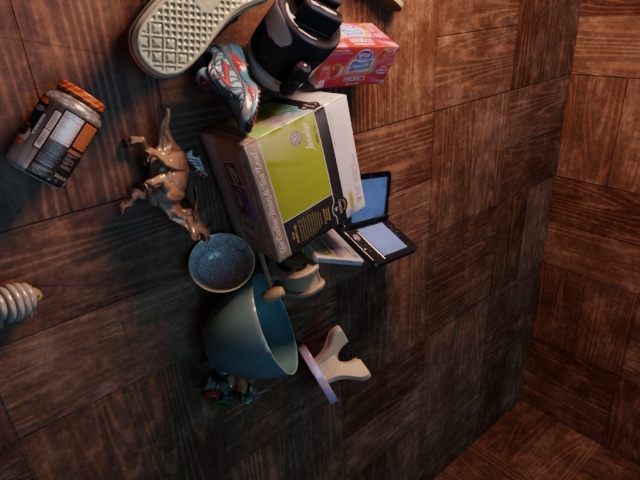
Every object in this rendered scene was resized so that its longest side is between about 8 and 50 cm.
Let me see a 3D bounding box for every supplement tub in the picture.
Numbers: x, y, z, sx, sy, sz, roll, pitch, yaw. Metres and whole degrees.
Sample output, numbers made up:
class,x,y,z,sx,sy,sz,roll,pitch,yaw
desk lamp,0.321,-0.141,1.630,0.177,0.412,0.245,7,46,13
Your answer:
class,x,y,z,sx,sy,sz,roll,pitch,yaw
supplement tub,-0.515,-0.210,0.996,0.117,0.117,0.190,35,82,-45

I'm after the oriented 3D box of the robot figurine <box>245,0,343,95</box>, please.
class,x,y,z,sx,sy,sz,roll,pitch,yaw
robot figurine,-0.060,-0.471,1.194,0.173,0.278,0.209,46,50,-9

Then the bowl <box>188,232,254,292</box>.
class,x,y,z,sx,sy,sz,roll,pitch,yaw
bowl,-0.259,0.072,1.349,0.170,0.170,0.080,-42,165,-22

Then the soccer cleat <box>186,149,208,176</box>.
class,x,y,z,sx,sy,sz,roll,pitch,yaw
soccer cleat,-0.305,-0.190,1.259,0.035,0.029,0.083,-52,129,-7

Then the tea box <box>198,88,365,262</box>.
class,x,y,z,sx,sy,sz,roll,pitch,yaw
tea box,-0.087,-0.179,1.327,0.323,0.220,0.329,-33,127,-29

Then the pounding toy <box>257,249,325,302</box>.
class,x,y,z,sx,sy,sz,roll,pitch,yaw
pounding toy,-0.079,0.059,1.416,0.154,0.269,0.155,-11,126,11

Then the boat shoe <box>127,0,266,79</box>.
class,x,y,z,sx,sy,sz,roll,pitch,yaw
boat shoe,-0.226,-0.546,1.087,0.500,0.156,0.187,-50,127,-10

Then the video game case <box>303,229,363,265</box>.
class,x,y,z,sx,sy,sz,roll,pitch,yaw
video game case,0.000,0.000,1.492,0.193,0.212,0.023,7,120,-44

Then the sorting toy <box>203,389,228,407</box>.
class,x,y,z,sx,sy,sz,roll,pitch,yaw
sorting toy,-0.310,0.467,1.528,0.061,0.042,0.102,-18,140,10

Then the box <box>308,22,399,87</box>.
class,x,y,z,sx,sy,sz,roll,pitch,yaw
box,0.067,-0.503,1.369,0.257,0.128,0.122,-17,146,-36

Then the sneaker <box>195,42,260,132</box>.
class,x,y,z,sx,sy,sz,roll,pitch,yaw
sneaker,-0.221,-0.344,1.151,0.125,0.262,0.104,-5,146,-27

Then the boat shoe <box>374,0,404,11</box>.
class,x,y,z,sx,sy,sz,roll,pitch,yaw
boat shoe,0.148,-0.752,1.383,0.302,0.113,0.103,17,95,-56

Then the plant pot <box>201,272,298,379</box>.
class,x,y,z,sx,sy,sz,roll,pitch,yaw
plant pot,-0.208,0.260,1.398,0.195,0.290,0.290,-22,130,8

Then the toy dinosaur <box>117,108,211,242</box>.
class,x,y,z,sx,sy,sz,roll,pitch,yaw
toy dinosaur,-0.347,-0.146,1.182,0.200,0.127,0.295,-1,96,-50

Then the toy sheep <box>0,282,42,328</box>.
class,x,y,z,sx,sy,sz,roll,pitch,yaw
toy sheep,-0.643,0.132,1.049,0.132,0.091,0.091,-29,127,-54

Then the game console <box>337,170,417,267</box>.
class,x,y,z,sx,sy,sz,roll,pitch,yaw
game console,0.202,-0.077,1.637,0.293,0.250,0.173,-17,145,-52

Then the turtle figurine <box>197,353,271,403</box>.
class,x,y,z,sx,sy,sz,roll,pitch,yaw
turtle figurine,-0.247,0.416,1.493,0.234,0.175,0.118,32,113,-35

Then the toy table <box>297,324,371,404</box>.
class,x,y,z,sx,sy,sz,roll,pitch,yaw
toy table,0.044,0.414,1.709,0.161,0.252,0.274,-32,139,-8
